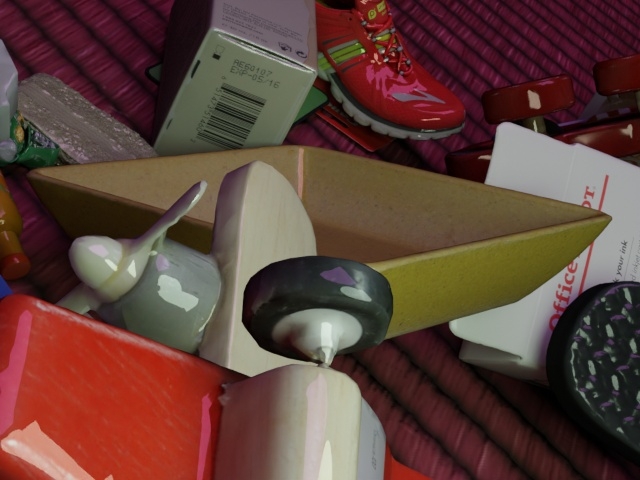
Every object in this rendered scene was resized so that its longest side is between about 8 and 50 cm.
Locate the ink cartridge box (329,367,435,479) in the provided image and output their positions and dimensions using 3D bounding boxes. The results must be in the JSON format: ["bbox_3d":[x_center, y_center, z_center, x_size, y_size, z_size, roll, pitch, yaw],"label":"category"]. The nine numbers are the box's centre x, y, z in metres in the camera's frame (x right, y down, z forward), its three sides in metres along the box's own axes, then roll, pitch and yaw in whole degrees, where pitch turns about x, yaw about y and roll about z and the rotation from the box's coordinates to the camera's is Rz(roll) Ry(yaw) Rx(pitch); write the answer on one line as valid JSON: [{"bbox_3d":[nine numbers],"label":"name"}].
[{"bbox_3d":[0.023,0.171,0.905,0.232,0.066,0.189,23,30,-9],"label":"ink cartridge box"}]

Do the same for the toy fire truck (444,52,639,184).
[{"bbox_3d":[0.289,-0.107,1.532,0.302,0.169,0.254,-13,4,0],"label":"toy fire truck"}]

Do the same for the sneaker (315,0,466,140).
[{"bbox_3d":[0.053,-0.218,1.526,0.279,0.118,0.107,40,44,16],"label":"sneaker"}]

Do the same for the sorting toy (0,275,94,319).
[{"bbox_3d":[-0.169,0.141,0.882,0.348,0.047,0.196,40,34,16],"label":"sorting toy"}]

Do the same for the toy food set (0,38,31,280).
[{"bbox_3d":[-0.261,-0.065,0.964,0.111,0.232,0.104,-17,60,-24],"label":"toy food set"}]

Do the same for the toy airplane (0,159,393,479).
[{"bbox_3d":[-0.054,0.172,0.655,0.272,0.384,0.386,-9,11,17],"label":"toy airplane"}]

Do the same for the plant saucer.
[{"bbox_3d":[0.000,0.000,1.052,0.333,0.081,0.333,16,16,38],"label":"plant saucer"}]

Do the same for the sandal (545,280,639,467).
[{"bbox_3d":[0.371,0.197,1.175,0.446,0.167,0.107,42,-16,-8],"label":"sandal"}]

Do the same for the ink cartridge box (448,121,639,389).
[{"bbox_3d":[0.263,0.042,1.256,0.353,0.207,0.119,19,-10,-21],"label":"ink cartridge box"}]

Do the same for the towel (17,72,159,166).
[{"bbox_3d":[-0.223,-0.099,1.227,0.148,0.027,0.110,35,28,8],"label":"towel"}]

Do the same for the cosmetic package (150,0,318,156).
[{"bbox_3d":[-0.085,-0.202,1.370,0.113,0.160,0.309,21,34,-15],"label":"cosmetic package"}]

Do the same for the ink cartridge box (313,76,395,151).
[{"bbox_3d":[0.046,-0.176,1.587,0.145,0.045,0.179,37,27,12],"label":"ink cartridge box"}]

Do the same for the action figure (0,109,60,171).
[{"bbox_3d":[-0.307,-0.128,1.110,0.232,0.063,0.137,39,23,-33],"label":"action figure"}]

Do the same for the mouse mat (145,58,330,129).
[{"bbox_3d":[-0.085,-0.166,1.473,0.153,0.007,0.190,34,33,10],"label":"mouse mat"}]

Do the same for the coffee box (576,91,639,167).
[{"bbox_3d":[0.446,-0.102,1.744,0.246,0.141,0.098,39,29,13],"label":"coffee box"}]
